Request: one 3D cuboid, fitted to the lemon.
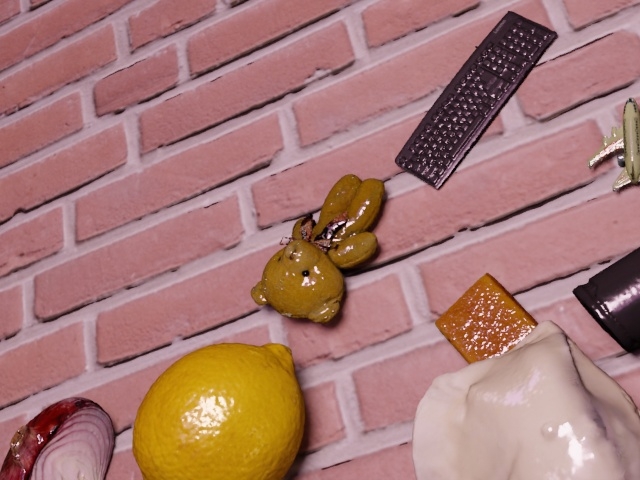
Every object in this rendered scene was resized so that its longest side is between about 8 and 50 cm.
[{"bbox_3d":[-0.117,0.216,1.138,0.244,0.187,0.187,-46,55,-4],"label":"lemon"}]

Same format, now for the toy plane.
[{"bbox_3d":[0.355,-0.110,1.120,0.102,0.040,0.111,-5,66,24],"label":"toy plane"}]

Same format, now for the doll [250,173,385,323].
[{"bbox_3d":[0.000,0.000,1.228,0.137,0.097,0.209,16,71,38],"label":"doll"}]

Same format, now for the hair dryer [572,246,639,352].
[{"bbox_3d":[0.408,0.096,0.990,0.197,0.089,0.251,-35,66,7],"label":"hair dryer"}]

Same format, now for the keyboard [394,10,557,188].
[{"bbox_3d":[0.193,-0.181,1.251,0.087,0.017,0.250,37,89,33],"label":"keyboard"}]

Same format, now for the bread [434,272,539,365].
[{"bbox_3d":[0.190,0.099,1.117,0.090,0.035,0.094,-43,56,4],"label":"bread"}]

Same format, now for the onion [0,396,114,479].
[{"bbox_3d":[-0.360,0.291,1.263,0.098,0.151,0.206,2,52,43],"label":"onion"}]

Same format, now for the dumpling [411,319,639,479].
[{"bbox_3d":[0.211,0.238,0.953,0.243,0.187,0.318,-24,62,12],"label":"dumpling"}]
